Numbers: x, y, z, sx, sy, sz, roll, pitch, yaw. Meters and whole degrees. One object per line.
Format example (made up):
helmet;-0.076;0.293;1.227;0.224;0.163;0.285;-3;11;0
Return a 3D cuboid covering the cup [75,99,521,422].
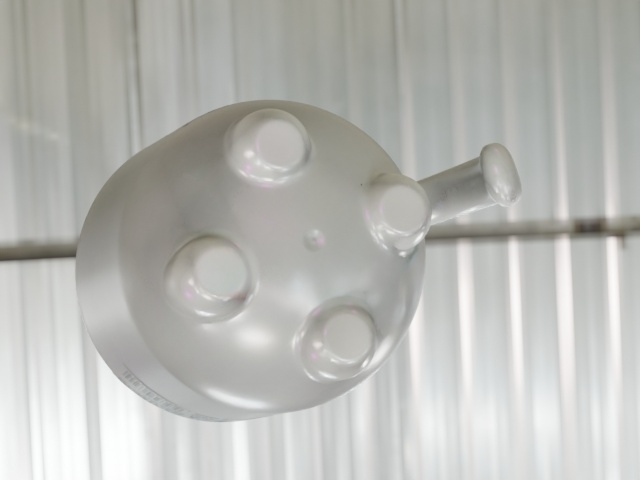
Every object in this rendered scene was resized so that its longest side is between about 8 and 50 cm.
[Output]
cup;-0.005;0.011;0.786;0.173;0.134;0.142;12;169;-17
